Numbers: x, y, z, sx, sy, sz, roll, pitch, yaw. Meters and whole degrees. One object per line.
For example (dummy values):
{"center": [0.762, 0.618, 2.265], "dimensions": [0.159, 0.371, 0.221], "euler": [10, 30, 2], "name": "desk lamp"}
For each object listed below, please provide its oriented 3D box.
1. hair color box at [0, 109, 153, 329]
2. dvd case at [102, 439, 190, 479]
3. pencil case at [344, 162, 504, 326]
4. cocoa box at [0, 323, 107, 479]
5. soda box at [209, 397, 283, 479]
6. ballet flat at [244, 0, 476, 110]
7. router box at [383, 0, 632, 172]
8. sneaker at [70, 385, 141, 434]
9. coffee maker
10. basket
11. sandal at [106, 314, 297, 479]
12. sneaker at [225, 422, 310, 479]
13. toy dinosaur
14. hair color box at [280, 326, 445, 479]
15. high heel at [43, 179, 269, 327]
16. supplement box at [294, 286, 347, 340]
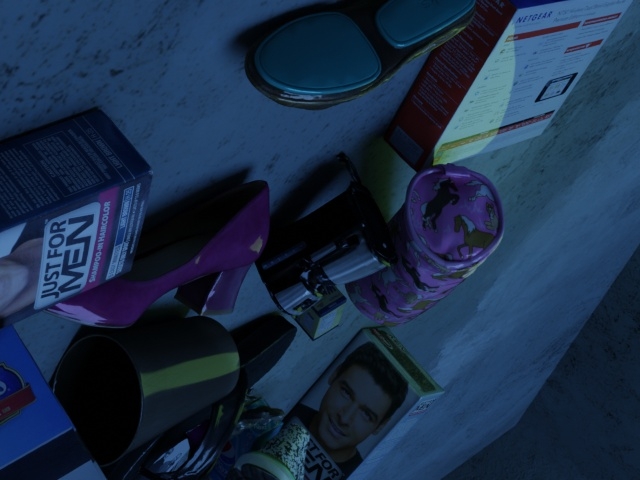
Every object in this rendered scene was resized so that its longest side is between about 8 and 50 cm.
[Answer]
{"center": [-0.344, 0.011, 1.168], "dimensions": [0.347, 0.105, 0.174], "euler": [-26, 153, -34], "name": "hair color box"}
{"center": [-0.262, 0.334, 1.968], "dimensions": [0.239, 0.029, 0.179], "euler": [-49, 158, -3], "name": "dvd case"}
{"center": [0.152, 0.012, 1.812], "dimensions": [0.160, 0.167, 0.386], "euler": [-36, 175, -20], "name": "pencil case"}
{"center": [-0.402, 0.273, 1.265], "dimensions": [0.231, 0.228, 0.347], "euler": [-28, 174, -31], "name": "cocoa box"}
{"center": [-0.146, 0.394, 2.251], "dimensions": [0.071, 0.067, 0.210], "euler": [-22, 150, -39], "name": "soda box"}
{"center": [0.040, -0.225, 1.403], "dimensions": [0.342, 0.116, 0.124], "euler": [-33, 176, -31], "name": "ballet flat"}
{"center": [0.285, -0.262, 1.745], "dimensions": [0.335, 0.082, 0.301], "euler": [-19, 148, -45], "name": "router box"}
{"center": [-0.320, 0.259, 1.687], "dimensions": [0.237, 0.085, 0.086], "euler": [-29, 165, -31], "name": "sneaker"}
{"center": [0.000, 0.000, 1.693], "dimensions": [0.178, 0.171, 0.120], "euler": [-27, 140, 19], "name": "coffee maker"}
{"center": [-0.230, 0.190, 1.638], "dimensions": [0.227, 0.154, 0.204], "euler": [-18, 145, -52], "name": "basket"}
{"center": [-0.163, 0.272, 1.836], "dimensions": [0.446, 0.107, 0.167], "euler": [-40, 164, -39], "name": "sandal"}
{"center": [-0.092, 0.478, 2.244], "dimensions": [0.182, 0.158, 0.410], "euler": [-48, 170, -35], "name": "sneaker"}
{"center": [-0.165, 0.323, 2.075], "dimensions": [0.268, 0.064, 0.118], "euler": [-33, -170, 29], "name": "toy dinosaur"}
{"center": [0.054, 0.369, 2.382], "dimensions": [0.374, 0.185, 0.113], "euler": [-51, 156, 20], "name": "hair color box"}
{"center": [-0.208, -0.001, 1.416], "dimensions": [0.377, 0.127, 0.181], "euler": [-1, 114, -58], "name": "high heel"}
{"center": [-0.010, 0.101, 1.917], "dimensions": [0.056, 0.083, 0.083], "euler": [-30, 156, -28], "name": "supplement box"}
